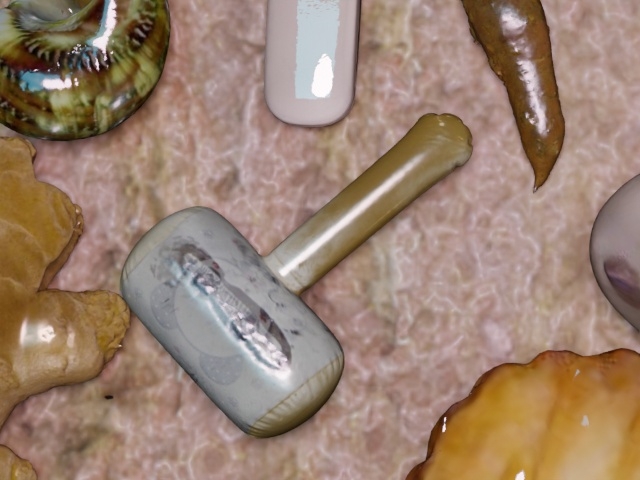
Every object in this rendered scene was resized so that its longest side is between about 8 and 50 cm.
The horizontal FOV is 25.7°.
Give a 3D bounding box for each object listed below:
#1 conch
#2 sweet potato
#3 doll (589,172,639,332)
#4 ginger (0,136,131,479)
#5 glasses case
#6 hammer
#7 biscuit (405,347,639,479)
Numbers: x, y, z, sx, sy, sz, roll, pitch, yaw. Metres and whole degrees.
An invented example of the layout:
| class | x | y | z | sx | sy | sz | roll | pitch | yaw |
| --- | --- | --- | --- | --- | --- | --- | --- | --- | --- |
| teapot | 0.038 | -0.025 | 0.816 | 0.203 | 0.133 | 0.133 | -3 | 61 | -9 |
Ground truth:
| class | x | y | z | sx | sy | sz | roll | pitch | yaw |
| --- | --- | --- | --- | --- | --- | --- | --- | --- | --- |
| conch | -0.212 | -0.166 | 1.181 | 0.181 | 0.124 | 0.187 | -13 | 54 | 16 |
| sweet potato | 0.156 | -0.176 | 1.163 | 0.067 | 0.067 | 0.274 | -16 | 87 | 5 |
| doll | 0.356 | -0.047 | 1.050 | 0.215 | 0.226 | 0.370 | 27 | 92 | 44 |
| ginger | -0.292 | 0.099 | 1.182 | 0.236 | 0.166 | 0.376 | -5 | 110 | -28 |
| glasses case | -0.005 | -0.196 | 1.188 | 0.081 | 0.051 | 0.204 | 4 | 84 | 8 |
| hammer | 0.000 | 0.000 | 1.146 | 0.305 | 0.113 | 0.202 | -42 | 84 | -4 |
| biscuit | 0.210 | 0.242 | 1.055 | 0.325 | 0.107 | 0.326 | 5 | 68 | -12 |
